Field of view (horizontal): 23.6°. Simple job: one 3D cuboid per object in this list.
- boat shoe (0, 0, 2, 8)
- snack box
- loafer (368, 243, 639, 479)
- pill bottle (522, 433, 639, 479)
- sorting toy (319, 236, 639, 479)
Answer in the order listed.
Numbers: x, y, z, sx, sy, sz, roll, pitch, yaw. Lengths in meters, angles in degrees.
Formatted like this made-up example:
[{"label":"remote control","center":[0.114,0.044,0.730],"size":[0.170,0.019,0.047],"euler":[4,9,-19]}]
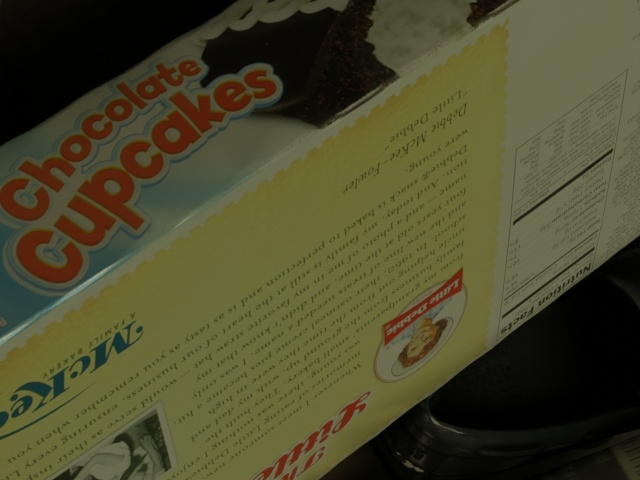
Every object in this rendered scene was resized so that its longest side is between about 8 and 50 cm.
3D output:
[{"label":"boat shoe","center":[-0.148,-0.052,0.434],"size":[0.116,0.099,0.319],"euler":[23,118,2]},{"label":"snack box","center":[0.000,0.000,0.493],"size":[0.322,0.060,0.187],"euler":[-35,149,-20]},{"label":"loafer","center":[0.125,0.043,0.626],"size":[0.223,0.078,0.076],"euler":[-19,81,-18]},{"label":"pill bottle","center":[0.059,0.213,0.602],"size":[0.361,0.204,0.204],"euler":[-23,125,4]},{"label":"sorting toy","center":[0.053,0.019,0.664],"size":[0.196,0.047,0.347],"euler":[-4,114,-27]}]
